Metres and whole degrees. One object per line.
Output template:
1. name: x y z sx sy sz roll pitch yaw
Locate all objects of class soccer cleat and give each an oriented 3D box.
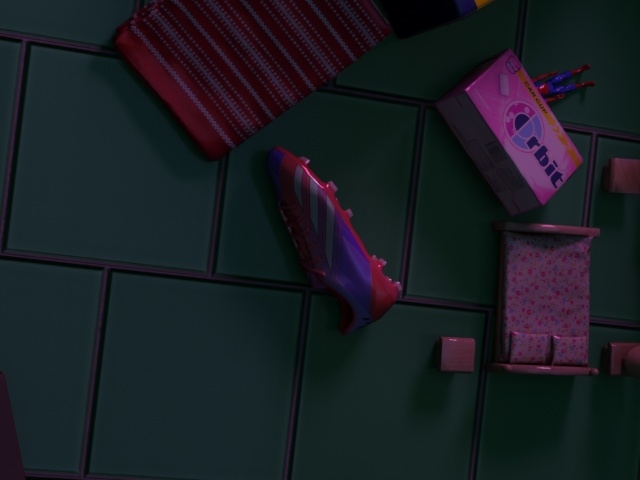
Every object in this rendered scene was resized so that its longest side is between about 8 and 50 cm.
1. soccer cleat: 0.000 0.000 1.708 0.095 0.083 0.248 -39 105 -10

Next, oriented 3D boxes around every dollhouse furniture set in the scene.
1. dollhouse furniture set: 0.340 0.024 1.775 0.356 0.174 0.303 2 89 -19

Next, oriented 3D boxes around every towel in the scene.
1. towel: -0.081 -0.240 1.643 0.275 0.031 0.199 -35 103 12

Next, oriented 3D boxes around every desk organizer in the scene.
1. desk organizer: -0.373 0.215 1.593 0.050 0.047 0.130 -12 94 -21

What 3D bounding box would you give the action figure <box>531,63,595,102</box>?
1. action figure: 0.302 -0.201 1.838 0.115 0.030 0.038 -19 100 -16

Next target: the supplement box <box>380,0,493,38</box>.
1. supplement box: 0.226 -0.422 1.723 0.357 0.195 0.194 -32 100 -16

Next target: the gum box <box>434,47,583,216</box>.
1. gum box: 0.243 -0.132 1.781 0.107 0.062 0.188 -43 103 -35
